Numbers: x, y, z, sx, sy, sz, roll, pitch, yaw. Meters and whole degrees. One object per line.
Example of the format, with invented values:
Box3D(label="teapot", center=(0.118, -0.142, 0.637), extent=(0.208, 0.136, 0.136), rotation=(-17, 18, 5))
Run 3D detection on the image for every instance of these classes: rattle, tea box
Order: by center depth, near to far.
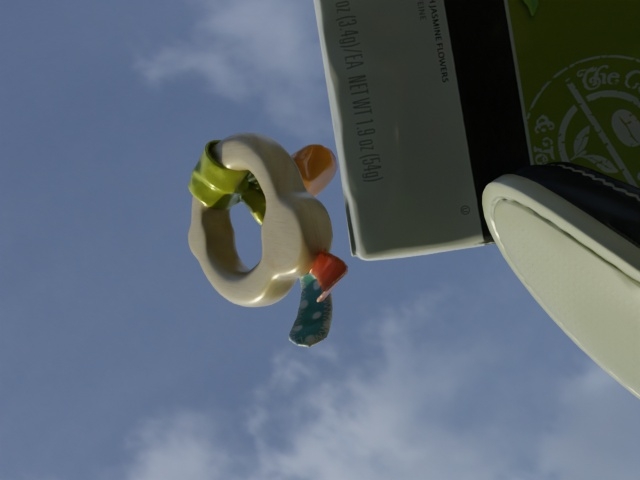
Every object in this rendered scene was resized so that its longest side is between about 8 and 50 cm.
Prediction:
Box3D(label="tea box", center=(0.157, -0.177, 0.802), extent=(0.324, 0.220, 0.329), rotation=(-10, -86, 6))
Box3D(label="rattle", center=(0.000, 0.000, 0.865), extent=(0.143, 0.200, 0.130), rotation=(17, -85, -43))

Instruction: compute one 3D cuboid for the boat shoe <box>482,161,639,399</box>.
Box3D(label="boat shoe", center=(0.234, 0.047, 0.579), extent=(0.113, 0.340, 0.127), rotation=(-44, -33, -16))
